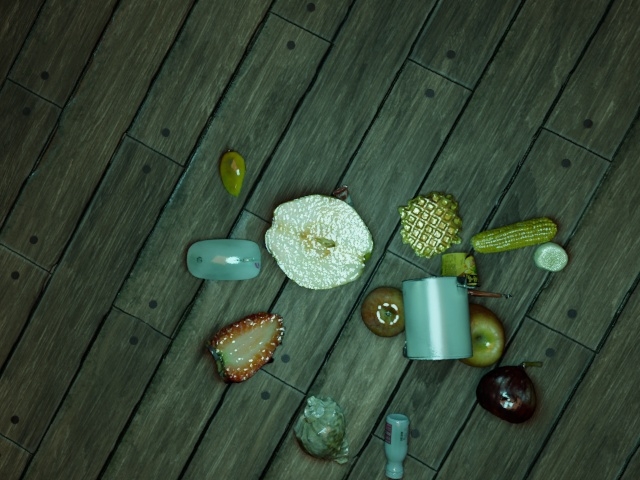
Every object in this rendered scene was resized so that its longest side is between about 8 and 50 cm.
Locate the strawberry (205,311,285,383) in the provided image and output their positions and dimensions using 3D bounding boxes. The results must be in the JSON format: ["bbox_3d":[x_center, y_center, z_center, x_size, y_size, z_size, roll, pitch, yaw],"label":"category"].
[{"bbox_3d":[-0.277,0.397,1.896,0.306,0.137,0.233,-28,107,-20],"label":"strawberry"}]

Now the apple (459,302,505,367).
[{"bbox_3d":[0.552,0.340,1.787,0.210,0.173,0.235,-12,96,-3],"label":"apple"}]

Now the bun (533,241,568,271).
[{"bbox_3d":[0.843,0.060,1.807,0.115,0.069,0.115,4,107,14],"label":"bun"}]

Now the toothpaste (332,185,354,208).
[{"bbox_3d":[0.120,-0.093,1.894,0.062,0.039,0.239,-24,85,11],"label":"toothpaste"}]

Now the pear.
[{"bbox_3d":[0.000,0.000,1.826,0.386,0.191,0.340,24,95,5],"label":"pear"}]

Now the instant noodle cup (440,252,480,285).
[{"bbox_3d":[0.506,0.112,1.811,0.151,0.151,0.122,-2,77,5],"label":"instant noodle cup"}]

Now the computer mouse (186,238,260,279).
[{"bbox_3d":[-0.378,0.074,1.908,0.288,0.097,0.160,1,87,6],"label":"computer mouse"}]

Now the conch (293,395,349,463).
[{"bbox_3d":[0.006,0.722,1.834,0.210,0.159,0.291,-25,89,3],"label":"conch"}]

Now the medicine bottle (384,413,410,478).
[{"bbox_3d":[0.283,0.768,1.843,0.090,0.090,0.217,4,90,5],"label":"medicine bottle"}]

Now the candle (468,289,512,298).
[{"bbox_3d":[0.632,0.204,1.852,0.167,0.021,0.026,6,68,6],"label":"candle"}]

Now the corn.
[{"bbox_3d":[0.708,-0.012,1.808,0.313,0.102,0.102,-15,88,5],"label":"corn"}]

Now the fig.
[{"bbox_3d":[0.685,0.518,1.770,0.203,0.186,0.250,23,84,23],"label":"fig"}]

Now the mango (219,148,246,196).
[{"bbox_3d":[-0.343,-0.265,1.927,0.101,0.066,0.188,1,98,6],"label":"mango"}]

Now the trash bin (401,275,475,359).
[{"bbox_3d":[0.388,0.259,1.644,0.277,0.217,0.263,-13,75,45],"label":"trash bin"}]

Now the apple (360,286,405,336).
[{"bbox_3d":[0.243,0.262,1.811,0.188,0.174,0.188,0,88,3],"label":"apple"}]

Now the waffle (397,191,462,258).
[{"bbox_3d":[0.415,-0.059,1.863,0.243,0.059,0.238,-19,91,7],"label":"waffle"}]
